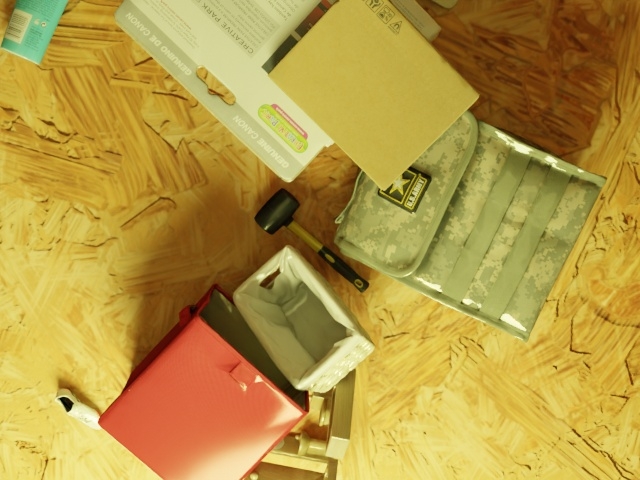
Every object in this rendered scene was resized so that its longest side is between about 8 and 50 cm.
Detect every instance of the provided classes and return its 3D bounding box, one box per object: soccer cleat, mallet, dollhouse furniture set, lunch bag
[{"bbox_3d":[-0.348,0.246,1.119,0.083,0.035,0.029,44,96,-7],"label":"soccer cleat"},{"bbox_3d":[0.000,0.000,1.089,0.189,0.039,0.062,34,100,-10],"label":"mallet"},{"bbox_3d":[-0.030,0.265,1.074,0.123,0.144,0.151,11,135,-3],"label":"dollhouse furniture set"},{"bbox_3d":[0.181,-0.041,1.020,0.286,0.169,0.235,25,98,2],"label":"lunch bag"}]

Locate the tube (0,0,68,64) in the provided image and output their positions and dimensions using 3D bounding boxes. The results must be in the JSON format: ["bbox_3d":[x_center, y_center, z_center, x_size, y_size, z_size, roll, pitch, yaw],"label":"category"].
[{"bbox_3d":[-0.358,-0.337,1.022,0.080,0.052,0.207,23,93,-10],"label":"tube"}]

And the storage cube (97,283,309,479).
[{"bbox_3d":[-0.145,0.206,1.042,0.215,0.184,0.193,44,96,-7],"label":"storage cube"}]

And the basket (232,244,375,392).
[{"bbox_3d":[-0.018,0.109,1.037,0.113,0.103,0.167,-42,63,5],"label":"basket"}]

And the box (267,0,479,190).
[{"bbox_3d":[0.063,-0.186,0.930,0.201,0.021,0.164,44,101,-9],"label":"box"}]

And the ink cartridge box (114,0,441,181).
[{"bbox_3d":[-0.055,-0.276,0.992,0.309,0.130,0.272,44,99,-7],"label":"ink cartridge box"}]

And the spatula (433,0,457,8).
[{"bbox_3d":[0.118,-0.424,0.988,0.242,0.019,0.168,25,102,-28],"label":"spatula"}]
